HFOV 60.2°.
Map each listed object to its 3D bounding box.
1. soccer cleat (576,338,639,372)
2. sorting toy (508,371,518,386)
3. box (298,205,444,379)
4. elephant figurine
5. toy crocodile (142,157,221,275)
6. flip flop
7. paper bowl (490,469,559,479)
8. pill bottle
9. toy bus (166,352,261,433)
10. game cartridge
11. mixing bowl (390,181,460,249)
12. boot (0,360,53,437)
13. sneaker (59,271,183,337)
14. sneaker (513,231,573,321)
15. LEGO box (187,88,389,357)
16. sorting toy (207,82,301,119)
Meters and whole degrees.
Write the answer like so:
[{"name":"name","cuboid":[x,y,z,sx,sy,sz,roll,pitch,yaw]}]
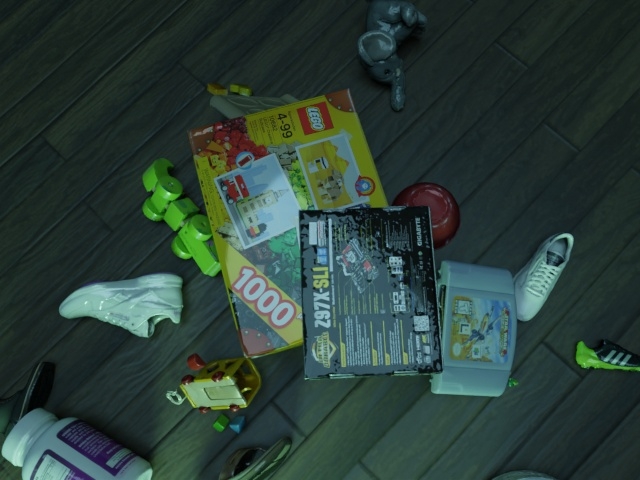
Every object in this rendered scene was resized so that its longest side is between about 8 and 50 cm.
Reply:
[{"name":"soccer cleat","cuboid":[0.686,0.266,1.277,0.178,0.060,0.072,3,76,7]},{"name":"sorting toy","cuboid":[0.421,0.326,1.302,0.083,0.012,0.062,35,81,12]},{"name":"box","cuboid":[0.090,0.097,1.055,0.257,0.079,0.322,-3,77,0]},{"name":"elephant figurine","cuboid":[0.164,-0.498,1.447,0.186,0.169,0.239,32,97,38]},{"name":"toy crocodile","cuboid":[-0.345,-0.060,1.398,0.340,0.105,0.115,51,126,12]},{"name":"flip flop","cuboid":[-0.190,0.525,1.255,0.277,0.112,0.080,-34,63,1]},{"name":"paper bowl","cuboid":[0.457,0.644,1.158,0.284,0.148,0.284,-1,78,4]},{"name":"pill bottle","cuboid":[-0.548,0.506,1.240,0.301,0.169,0.169,28,80,9]},{"name":"toy bus","cuboid":[-0.238,0.331,1.293,0.202,0.191,0.104,29,37,9]},{"name":"game cartridge","cuboid":[0.354,0.202,1.260,0.198,0.062,0.297,7,83,-15]},{"name":"mixing bowl","cuboid":[0.264,-0.072,1.361,0.181,0.098,0.181,-1,76,2]},{"name":"boot","cuboid":[-0.741,0.378,1.333,0.137,0.077,0.198,12,77,12]},{"name":"sneaker","cuboid":[-0.484,0.168,1.341,0.305,0.114,0.152,-10,75,1]},{"name":"sneaker","cuboid":[0.523,0.083,1.311,0.090,0.095,0.235,28,82,8]},{"name":"LEGO box","cuboid":[-0.043,-0.030,1.221,0.372,0.193,0.500,-16,77,-5]},{"name":"sorting toy","cuboid":[-0.159,-0.341,1.412,0.229,0.041,0.307,-11,35,-32]}]
